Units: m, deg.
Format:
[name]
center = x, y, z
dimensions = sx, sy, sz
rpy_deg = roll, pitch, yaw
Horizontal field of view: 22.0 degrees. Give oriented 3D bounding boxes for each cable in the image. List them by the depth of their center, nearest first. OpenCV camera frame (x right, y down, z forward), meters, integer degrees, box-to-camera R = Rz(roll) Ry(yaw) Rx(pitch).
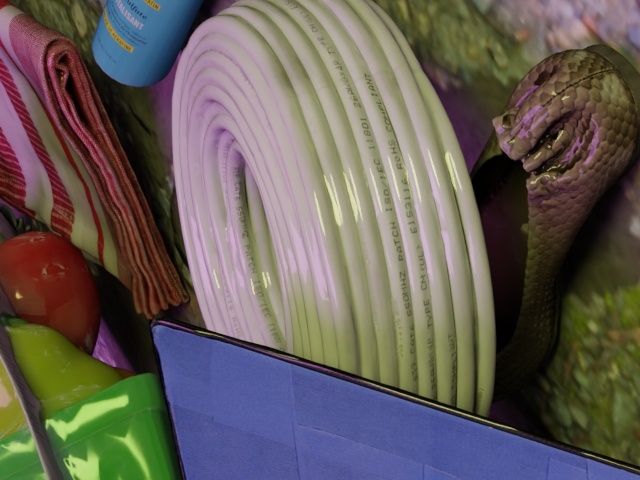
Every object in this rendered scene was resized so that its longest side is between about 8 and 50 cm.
[cable]
center = 0.000, 0.000, 0.803
dimensions = 0.257, 0.089, 0.257
rpy_deg = 103, 150, -58

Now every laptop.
[laptop]
center = 0.090, 0.280, 0.706
dimensions = 0.382, 0.236, 0.408
rpy_deg = 85, 173, -50

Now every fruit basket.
[fruit basket]
center = -0.200, 0.105, 1.174
dimensions = 0.353, 0.165, 0.327
rpy_deg = 56, 176, 20

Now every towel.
[towel]
center = -0.229, -0.093, 1.231
dimensions = 0.329, 0.037, 0.237
rpy_deg = 32, 150, 48

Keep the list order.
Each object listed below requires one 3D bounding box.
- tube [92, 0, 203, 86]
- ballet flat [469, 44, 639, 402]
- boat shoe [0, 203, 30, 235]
[tube]
center = -0.084, -0.168, 0.950
dimensions = 0.080, 0.052, 0.207
rpy_deg = 51, 145, 13
[ballet flat]
center = 0.084, 0.004, 0.765
dimensions = 0.084, 0.058, 0.250
rpy_deg = 55, 152, 22
[boat shoe]
center = -0.276, 0.007, 1.386
dimensions = 0.079, 0.081, 0.227
rpy_deg = 12, 162, 17
